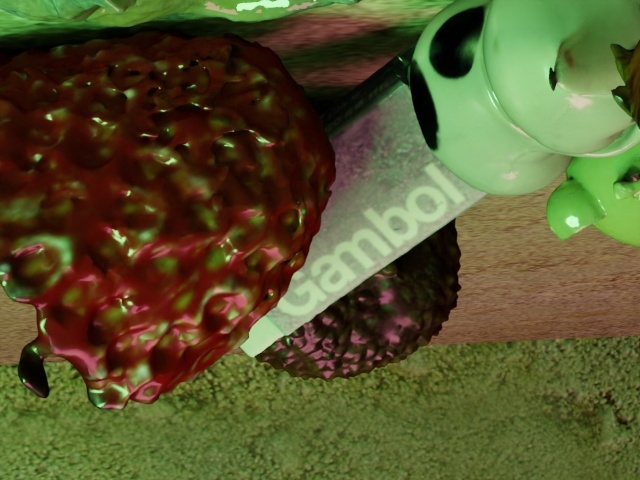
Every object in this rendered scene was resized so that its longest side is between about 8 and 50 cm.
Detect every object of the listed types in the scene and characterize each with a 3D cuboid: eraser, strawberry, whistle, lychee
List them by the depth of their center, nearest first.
[{"bbox_3d":[-0.088,-0.034,1.002,0.178,0.234,0.234,-31,167,10],"label":"strawberry"},{"bbox_3d":[0.221,-0.066,1.090,0.131,0.106,0.288,-34,178,32],"label":"whistle"},{"bbox_3d":[0.012,-0.023,1.110,0.212,0.092,0.046,-37,-159,20],"label":"eraser"},{"bbox_3d":[-0.001,-0.001,1.256,0.194,0.194,0.194,-6,172,-1],"label":"lychee"}]

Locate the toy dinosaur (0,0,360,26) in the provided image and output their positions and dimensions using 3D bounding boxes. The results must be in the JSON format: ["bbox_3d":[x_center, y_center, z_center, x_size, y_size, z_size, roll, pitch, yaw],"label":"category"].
[{"bbox_3d":[-0.085,-0.117,0.738,0.147,0.076,0.363,-4,179,43],"label":"toy dinosaur"}]

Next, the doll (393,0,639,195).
[{"bbox_3d":[0.114,-0.089,0.955,0.107,0.110,0.181,18,165,-20],"label":"doll"}]

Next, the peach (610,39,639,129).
[{"bbox_3d":[0.278,-0.072,0.810,0.201,0.258,0.362,-46,149,23],"label":"peach"}]
